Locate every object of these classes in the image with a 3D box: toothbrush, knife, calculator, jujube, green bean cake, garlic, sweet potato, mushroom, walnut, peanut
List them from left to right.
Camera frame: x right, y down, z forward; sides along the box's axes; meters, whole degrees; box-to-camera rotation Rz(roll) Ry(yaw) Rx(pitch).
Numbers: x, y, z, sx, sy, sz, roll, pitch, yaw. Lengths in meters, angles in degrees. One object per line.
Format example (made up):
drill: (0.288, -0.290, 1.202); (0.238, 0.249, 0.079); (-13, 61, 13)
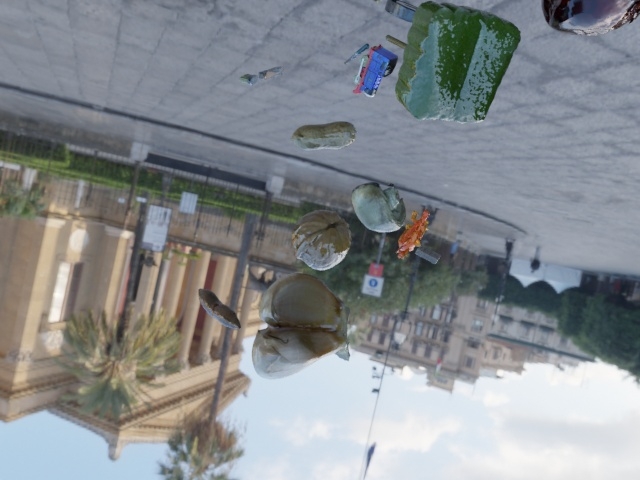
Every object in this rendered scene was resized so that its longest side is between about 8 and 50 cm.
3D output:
sweet potato: (-0.282, 0.196, 1.457); (0.051, 0.065, 0.218); (-34, -135, -27)
toothbrush: (-0.147, -0.458, 1.437); (0.037, 0.028, 0.375); (15, -156, 6)
garlic: (-0.067, 0.249, 1.446); (0.313, 0.285, 0.249); (-1, -161, -37)
walnut: (0.000, 0.000, 1.722); (0.213, 0.213, 0.213); (13, -178, 0)
peanut: (0.012, -0.337, 1.698); (0.214, 0.099, 0.099); (-9, -175, -9)
calculator: (0.125, -0.647, 1.814); (0.018, 0.057, 0.172); (55, 174, -13)
mushroom: (0.237, -0.121, 2.135); (0.190, 0.163, 0.267); (-10, 160, 21)
knife: (0.338, -0.620, 1.734); (0.061, 0.027, 0.343); (21, -161, -48)
green bean cake: (0.296, -0.389, 1.167); (0.222, 0.248, 0.125); (5, -149, -17)
jujube: (0.504, -0.472, 0.957); (0.184, 0.183, 0.243); (12, -170, -8)

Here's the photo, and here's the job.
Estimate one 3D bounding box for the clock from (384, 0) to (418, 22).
clock: (0.331, -0.804, 1.856); (0.215, 0.041, 0.215); (17, -150, -10)

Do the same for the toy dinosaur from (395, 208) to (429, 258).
toy dinosaur: (0.296, 0.001, 1.742); (0.071, 0.117, 0.288); (26, 139, 2)

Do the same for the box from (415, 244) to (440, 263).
box: (0.391, 0.051, 1.896); (0.083, 0.024, 0.053); (31, -153, 14)

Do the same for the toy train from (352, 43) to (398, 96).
toy train: (0.215, -0.678, 2.109); (0.131, 0.204, 0.083); (35, -136, 13)

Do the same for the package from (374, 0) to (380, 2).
package: (0.143, -0.796, 1.609); (0.131, 0.071, 0.047); (18, -174, -20)
